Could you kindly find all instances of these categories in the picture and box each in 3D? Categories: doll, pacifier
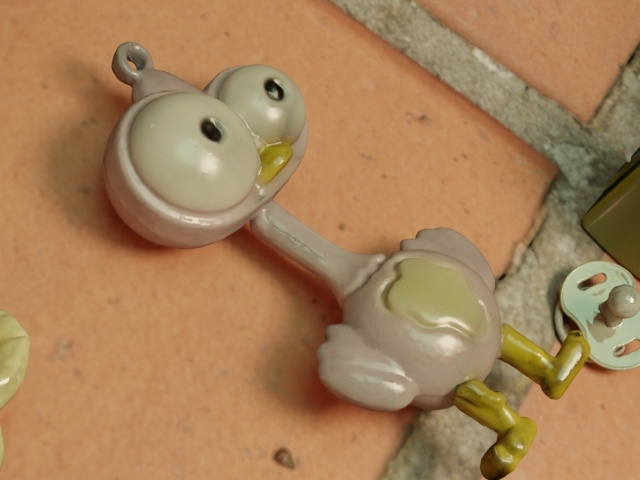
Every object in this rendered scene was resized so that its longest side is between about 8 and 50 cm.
[{"bbox_3d":[-0.001,0.000,0.800,0.365,0.094,0.160,42,54,3],"label":"doll"},{"bbox_3d":[0.202,0.050,0.872,0.068,0.064,0.083,-21,72,-11],"label":"pacifier"}]

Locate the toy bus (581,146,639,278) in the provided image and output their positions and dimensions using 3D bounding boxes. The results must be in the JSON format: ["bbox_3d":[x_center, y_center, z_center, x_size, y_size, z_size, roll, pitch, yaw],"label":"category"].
[{"bbox_3d":[0.272,-0.046,0.884,0.088,0.175,0.101,43,60,5],"label":"toy bus"}]

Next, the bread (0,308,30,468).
[{"bbox_3d":[-0.261,0.108,0.633,0.181,0.039,0.251,34,53,25],"label":"bread"}]
